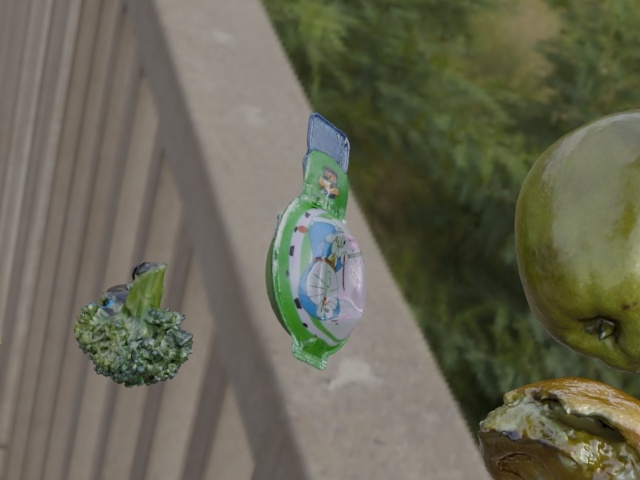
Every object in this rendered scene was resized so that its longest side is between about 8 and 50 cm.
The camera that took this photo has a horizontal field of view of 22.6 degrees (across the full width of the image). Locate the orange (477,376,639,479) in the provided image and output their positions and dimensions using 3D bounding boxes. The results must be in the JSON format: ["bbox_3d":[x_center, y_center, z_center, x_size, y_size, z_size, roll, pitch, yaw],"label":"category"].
[{"bbox_3d":[0.193,0.159,1.100,0.160,0.170,0.112,23,44,39],"label":"orange"}]

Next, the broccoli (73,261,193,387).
[{"bbox_3d":[-0.220,0.095,1.929,0.154,0.160,0.167,16,21,15],"label":"broccoli"}]

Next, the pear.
[{"bbox_3d":[0.344,-0.004,1.739,0.269,0.269,0.321,18,49,6],"label":"pear"}]

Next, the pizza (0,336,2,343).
[{"bbox_3d":[-0.513,0.154,1.728,0.406,0.130,0.440,-8,10,35],"label":"pizza"}]

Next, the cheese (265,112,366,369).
[{"bbox_3d":[0.000,0.000,1.985,0.083,0.321,0.204,-6,-23,32],"label":"cheese"}]
